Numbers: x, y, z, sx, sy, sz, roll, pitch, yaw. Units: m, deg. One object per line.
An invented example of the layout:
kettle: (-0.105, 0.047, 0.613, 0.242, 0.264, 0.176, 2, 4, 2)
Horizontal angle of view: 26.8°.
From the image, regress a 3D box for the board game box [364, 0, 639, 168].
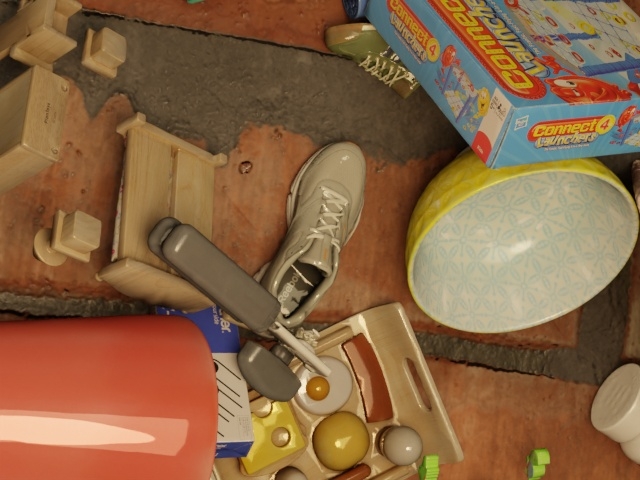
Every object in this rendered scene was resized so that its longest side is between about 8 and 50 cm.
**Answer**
board game box: (0.257, -0.226, 1.609, 0.301, 0.086, 0.308, -8, 46, -30)

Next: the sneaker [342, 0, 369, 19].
sneaker: (0.071, -0.393, 1.687, 0.090, 0.081, 0.232, -6, 97, -21)

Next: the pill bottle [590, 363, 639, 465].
pill bottle: (0.473, 0.259, 1.769, 0.221, 0.121, 0.121, 32, 79, -15)

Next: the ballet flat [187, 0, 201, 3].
ballet flat: (-0.066, -0.368, 1.639, 0.087, 0.083, 0.247, 40, 78, -27)

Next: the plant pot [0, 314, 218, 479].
plant pot: (-0.273, 0.196, 1.423, 0.243, 0.275, 0.275, 10, 85, -29)

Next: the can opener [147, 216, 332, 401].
can opener: (-0.088, 0.083, 1.482, 0.093, 0.074, 0.280, -51, 124, -14)

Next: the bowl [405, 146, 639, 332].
bowl: (0.230, -0.036, 1.664, 0.289, 0.289, 0.156, 1, 46, -18)

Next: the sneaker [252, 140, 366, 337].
sneaker: (0.000, 0.000, 1.622, 0.099, 0.121, 0.262, 26, 80, -17)

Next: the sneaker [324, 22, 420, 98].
sneaker: (0.099, -0.223, 1.691, 0.192, 0.064, 0.086, 0, 83, -21)

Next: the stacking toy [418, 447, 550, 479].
stacking toy: (0.197, 0.361, 1.671, 0.167, 0.052, 0.221, -3, 113, -19)

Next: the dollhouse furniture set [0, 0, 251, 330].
dollhouse furniture set: (-0.240, -0.069, 1.571, 0.355, 0.173, 0.303, 27, 53, -39)

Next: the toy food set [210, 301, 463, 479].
toy food set: (0.003, 0.235, 1.629, 0.306, 0.092, 0.220, -24, 96, -18)

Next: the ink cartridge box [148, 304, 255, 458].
ink cartridge box: (-0.140, 0.150, 1.557, 0.097, 0.046, 0.207, 0, 56, -18)

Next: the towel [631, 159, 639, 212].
towel: (0.469, 0.064, 1.692, 0.053, 0.317, 0.332, -19, 95, 14)
